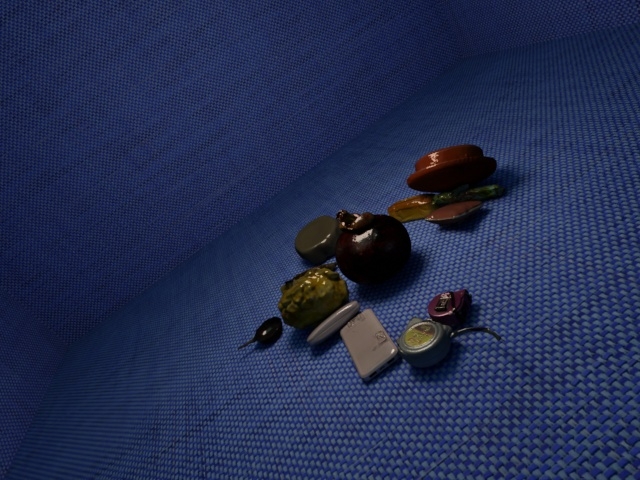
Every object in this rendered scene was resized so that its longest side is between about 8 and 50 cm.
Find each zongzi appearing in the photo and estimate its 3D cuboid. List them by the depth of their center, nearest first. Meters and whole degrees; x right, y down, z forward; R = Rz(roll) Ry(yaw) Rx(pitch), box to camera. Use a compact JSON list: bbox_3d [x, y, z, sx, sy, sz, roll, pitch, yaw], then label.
[{"bbox_3d":[-0.032,0.156,1.980,0.187,0.084,0.184,-14,16,48],"label":"zongzi"}]

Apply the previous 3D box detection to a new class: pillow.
[{"bbox_3d":[0.524,-0.102,1.695,0.171,0.075,0.179,-23,8,-25],"label":"pillow"}]

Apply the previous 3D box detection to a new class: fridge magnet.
[{"bbox_3d":[0.536,-0.286,1.791,0.363,0.155,0.363,-8,-7,-1],"label":"fridge magnet"}]

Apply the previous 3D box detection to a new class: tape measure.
[{"bbox_3d":[0.347,0.292,1.174,0.164,0.084,0.330,-48,25,-23],"label":"tape measure"},{"bbox_3d":[0.387,0.203,1.308,0.118,0.074,0.125,-17,27,38],"label":"tape measure"}]

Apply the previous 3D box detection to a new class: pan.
[{"bbox_3d":[-0.242,0.397,1.818,0.202,0.048,0.128,-26,23,17],"label":"pan"}]

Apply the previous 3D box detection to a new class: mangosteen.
[{"bbox_3d":[0.190,0.021,1.661,0.297,0.293,0.297,-31,-20,-13],"label":"mangosteen"}]

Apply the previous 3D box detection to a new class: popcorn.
[{"bbox_3d":[-0.025,0.220,1.671,0.286,0.215,0.252,-26,-8,17],"label":"popcorn"}]

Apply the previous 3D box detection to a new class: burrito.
[{"bbox_3d":[0.581,-0.189,1.734,0.288,0.104,0.054,-7,64,31],"label":"burrito"}]

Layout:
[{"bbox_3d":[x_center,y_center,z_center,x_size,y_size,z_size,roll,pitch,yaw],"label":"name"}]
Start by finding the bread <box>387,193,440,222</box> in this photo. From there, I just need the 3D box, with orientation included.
[{"bbox_3d":[0.414,-0.148,1.936,0.245,0.094,0.102,-11,27,44],"label":"bread"}]

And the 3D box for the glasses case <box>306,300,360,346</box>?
[{"bbox_3d":[0.048,0.301,1.570,0.233,0.059,0.092,-38,-9,-4],"label":"glasses case"}]

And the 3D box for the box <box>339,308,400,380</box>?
[{"bbox_3d":[0.154,0.331,1.418,0.142,0.044,0.285,-36,23,2],"label":"box"}]

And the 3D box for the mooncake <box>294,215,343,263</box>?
[{"bbox_3d":[0.000,0.000,2.157,0.275,0.135,0.275,-28,28,16],"label":"mooncake"}]
